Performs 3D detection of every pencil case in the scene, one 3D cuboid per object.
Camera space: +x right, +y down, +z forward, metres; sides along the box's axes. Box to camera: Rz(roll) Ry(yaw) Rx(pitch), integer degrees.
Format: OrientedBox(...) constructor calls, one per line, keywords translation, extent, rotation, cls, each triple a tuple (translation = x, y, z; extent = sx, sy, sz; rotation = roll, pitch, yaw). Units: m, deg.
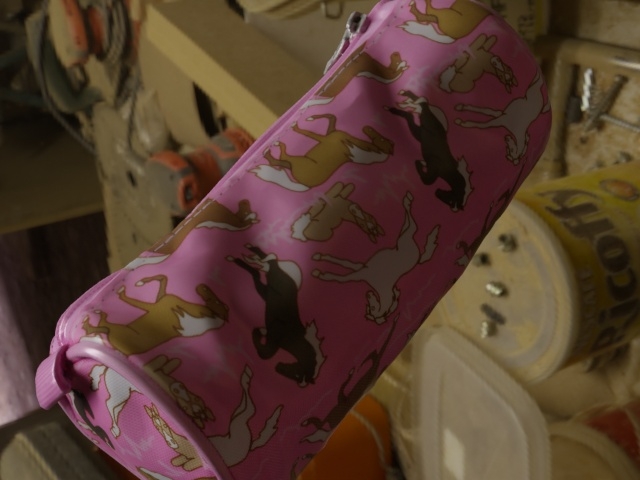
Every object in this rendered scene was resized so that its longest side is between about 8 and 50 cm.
OrientedBox(translation=(0.000, 0.000, 0.615), extent=(0.167, 0.386, 0.160), rotation=(25, 148, 24), cls="pencil case")
